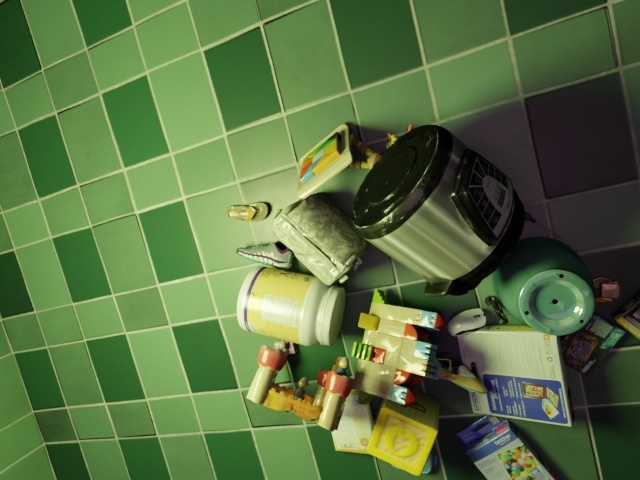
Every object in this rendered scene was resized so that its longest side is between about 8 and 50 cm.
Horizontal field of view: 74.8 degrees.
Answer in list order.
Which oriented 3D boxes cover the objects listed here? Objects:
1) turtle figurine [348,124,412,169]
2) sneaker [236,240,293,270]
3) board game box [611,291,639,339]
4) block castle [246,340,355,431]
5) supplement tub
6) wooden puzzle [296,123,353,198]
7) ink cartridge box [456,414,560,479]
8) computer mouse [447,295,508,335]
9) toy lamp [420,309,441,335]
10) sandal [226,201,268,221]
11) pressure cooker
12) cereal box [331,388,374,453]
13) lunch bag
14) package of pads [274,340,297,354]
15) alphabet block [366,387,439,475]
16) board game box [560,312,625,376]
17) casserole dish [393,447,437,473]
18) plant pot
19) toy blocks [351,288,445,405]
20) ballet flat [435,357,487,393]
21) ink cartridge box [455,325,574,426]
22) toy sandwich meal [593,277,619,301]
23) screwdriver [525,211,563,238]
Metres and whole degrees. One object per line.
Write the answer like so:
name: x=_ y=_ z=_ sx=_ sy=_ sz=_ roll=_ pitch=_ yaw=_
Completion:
turtle figurine: x=0.185 y=-0.271 z=1.372 sx=0.217 sy=0.087 sz=0.270 roll=26 pitch=115 yaw=19
sneaker: x=-0.203 y=0.041 z=1.571 sx=0.223 sy=0.083 sz=0.098 roll=15 pitch=81 yaw=12
board game box: x=0.987 y=0.236 z=1.229 sx=0.170 sy=0.048 sz=0.141 roll=40 pitch=111 yaw=7
block castle: x=-0.060 y=0.452 z=1.381 sx=0.303 sy=0.453 sz=0.213 roll=20 pitch=73 yaw=2
supplement tub: x=-0.097 y=0.232 z=1.471 sx=0.331 sy=0.241 sz=0.241 roll=10 pitch=103 yaw=15
wooden puzzle: x=0.006 y=-0.266 z=1.360 sx=0.221 sy=0.239 sz=0.044 roll=-35 pitch=123 yaw=24
ink cartridge box: x=0.638 y=0.753 z=1.430 sx=0.186 sy=0.065 sz=0.311 roll=-42 pitch=84 yaw=19
computer mouse: x=0.501 y=0.257 z=1.369 sx=0.193 sy=0.042 sz=0.106 roll=-30 pitch=48 yaw=22
toy lamp: x=0.334 y=0.363 z=1.445 sx=0.080 sy=0.080 sz=0.275 roll=30 pitch=107 yaw=11
sandal: x=-0.279 y=-0.104 z=1.569 sx=0.180 sy=0.049 sz=0.072 roll=-1 pitch=100 yaw=18
pressure cooker: x=0.349 y=-0.074 z=1.186 sx=0.420 sy=0.375 sz=0.370 roll=34 pitch=112 yaw=-19
cereal box: x=0.116 y=0.678 z=1.577 sx=0.173 sy=0.047 sz=0.240 roll=-8 pitch=97 yaw=28
lunch bag: x=0.000 y=0.000 z=1.390 sx=0.305 sy=0.256 sz=0.212 roll=43 pitch=109 yaw=6
package of pads: x=-0.136 y=0.416 z=1.628 sx=0.083 sy=0.032 sz=0.050 roll=-11 pitch=99 yaw=19
alphabet block: x=0.288 y=0.637 z=1.446 sx=0.193 sy=0.197 sz=0.192 roll=18 pitch=105 yaw=14
board game box: x=0.828 y=0.318 z=1.306 sx=0.126 sy=0.026 sz=0.186 roll=32 pitch=107 yaw=9
casserole dish: x=0.335 y=0.803 z=1.547 sx=0.188 sy=0.037 sz=0.114 roll=3 pitch=100 yaw=18
plant pot: x=0.651 y=0.145 z=1.210 sx=0.271 sy=0.255 sz=0.272 roll=3 pitch=102 yaw=17
toy blocks: x=0.265 y=0.366 z=1.345 sx=0.260 sy=0.190 sz=0.382 roll=4 pitch=73 yaw=41
ballet flat: x=0.445 y=0.443 z=1.406 sx=0.232 sy=0.080 sz=0.073 roll=12 pitch=89 yaw=30
ink cartridge box: x=0.622 y=0.426 z=1.355 sx=0.307 sy=0.072 sz=0.304 roll=-8 pitch=99 yaw=40
toy sandwich meal: x=0.855 y=0.152 z=1.265 sx=0.085 sy=0.029 sz=0.086 roll=3 pitch=101 yaw=17
screwdriver: x=0.676 y=-0.051 z=1.296 sx=0.170 sy=0.025 sz=0.024 roll=31 pitch=107 yaw=1
